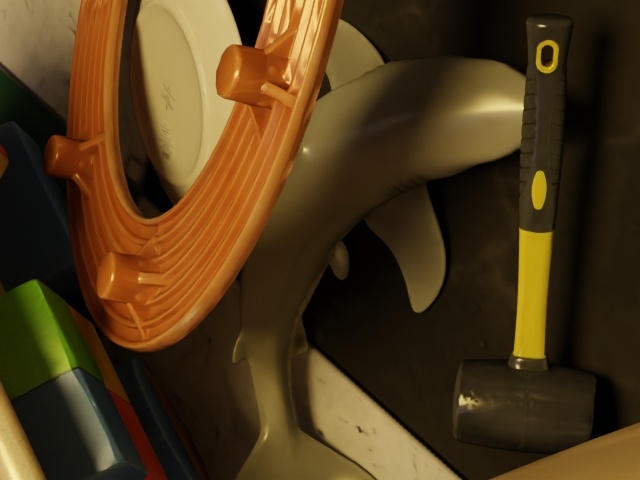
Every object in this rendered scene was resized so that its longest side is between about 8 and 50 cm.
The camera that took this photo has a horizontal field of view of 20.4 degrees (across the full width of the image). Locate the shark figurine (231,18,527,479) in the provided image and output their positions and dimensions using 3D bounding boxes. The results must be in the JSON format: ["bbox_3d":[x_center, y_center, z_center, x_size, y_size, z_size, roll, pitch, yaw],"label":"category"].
[{"bbox_3d":[-0.019,0.008,0.819,0.166,0.116,0.278,45,126,32],"label":"shark figurine"}]

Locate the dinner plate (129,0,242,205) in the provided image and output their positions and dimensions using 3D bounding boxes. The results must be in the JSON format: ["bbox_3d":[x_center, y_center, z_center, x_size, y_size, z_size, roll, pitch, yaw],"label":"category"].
[{"bbox_3d":[-0.071,-0.075,0.895,0.141,0.017,0.141,35,130,55],"label":"dinner plate"}]

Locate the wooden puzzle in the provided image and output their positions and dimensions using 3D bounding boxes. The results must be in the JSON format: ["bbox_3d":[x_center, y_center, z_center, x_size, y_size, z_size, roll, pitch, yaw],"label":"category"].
[{"bbox_3d":[-0.148,0.037,0.891,0.322,0.080,0.348,61,176,17],"label":"wooden puzzle"}]

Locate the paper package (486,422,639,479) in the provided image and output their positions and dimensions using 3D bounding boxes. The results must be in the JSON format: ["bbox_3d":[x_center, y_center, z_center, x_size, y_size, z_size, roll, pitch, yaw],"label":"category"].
[{"bbox_3d":[0.031,0.214,0.641,0.309,0.325,0.168,-28,90,44],"label":"paper package"}]

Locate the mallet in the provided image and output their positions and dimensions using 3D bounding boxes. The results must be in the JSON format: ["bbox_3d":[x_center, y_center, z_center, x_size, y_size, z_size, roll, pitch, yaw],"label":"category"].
[{"bbox_3d":[0.080,0.001,0.734,0.062,0.039,0.190,-3,109,11],"label":"mallet"}]

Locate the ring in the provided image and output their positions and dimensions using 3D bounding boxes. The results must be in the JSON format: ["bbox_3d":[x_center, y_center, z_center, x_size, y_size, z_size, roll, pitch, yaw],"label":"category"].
[{"bbox_3d":[-0.066,-0.118,0.789,0.336,0.032,0.337,-38,46,56],"label":"ring"}]
